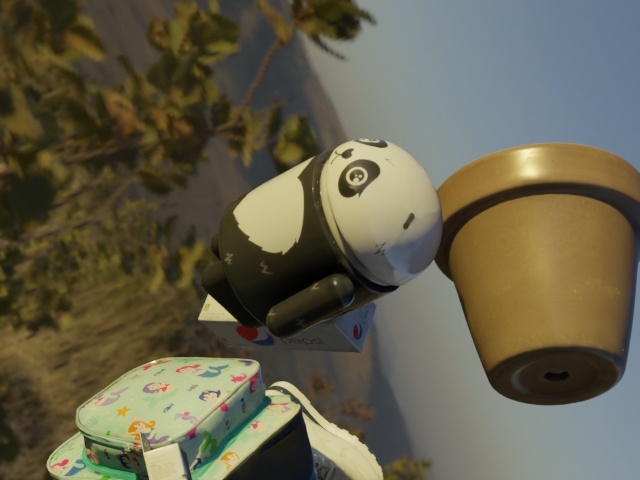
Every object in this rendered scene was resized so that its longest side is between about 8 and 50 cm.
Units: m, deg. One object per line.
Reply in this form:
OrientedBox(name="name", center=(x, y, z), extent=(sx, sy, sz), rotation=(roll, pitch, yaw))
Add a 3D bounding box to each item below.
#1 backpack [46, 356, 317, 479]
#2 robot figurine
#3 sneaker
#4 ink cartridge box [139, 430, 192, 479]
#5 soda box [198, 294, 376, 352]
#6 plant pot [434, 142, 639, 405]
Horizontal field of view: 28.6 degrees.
OrientedBox(name="backpack", center=(-0.162, 0.237, 1.347), extent=(0.225, 0.253, 0.191), rotation=(-37, 113, -50))
OrientedBox(name="robot figurine", center=(-0.001, -0.003, 1.380), extent=(0.173, 0.278, 0.209), rotation=(6, 63, -55))
OrientedBox(name="sneaker", center=(-0.016, 0.301, 1.785), extent=(0.235, 0.090, 0.095), rotation=(35, 29, 22))
OrientedBox(name="ink cartridge box", center=(-0.112, 0.184, 0.952), extent=(0.048, 0.028, 0.083), rotation=(86, -12, -71))
OrientedBox(name="soda box", center=(-0.043, 0.091, 1.575), extent=(0.074, 0.216, 0.069), rotation=(48, 52, -43))
OrientedBox(name="plant pot", center=(0.254, 0.056, 1.425), extent=(0.263, 0.263, 0.229), rotation=(66, 21, -55))
